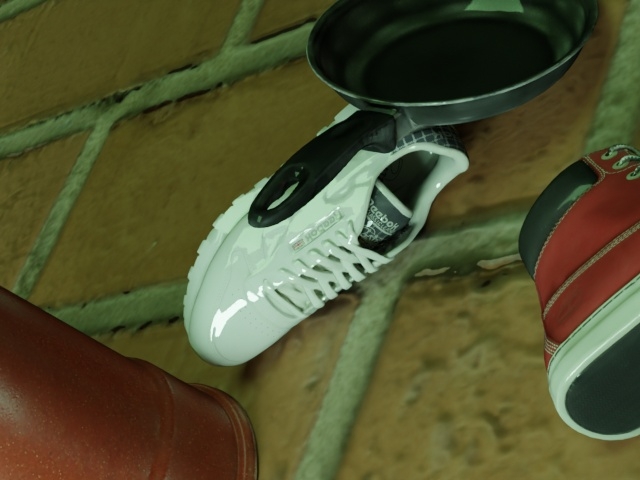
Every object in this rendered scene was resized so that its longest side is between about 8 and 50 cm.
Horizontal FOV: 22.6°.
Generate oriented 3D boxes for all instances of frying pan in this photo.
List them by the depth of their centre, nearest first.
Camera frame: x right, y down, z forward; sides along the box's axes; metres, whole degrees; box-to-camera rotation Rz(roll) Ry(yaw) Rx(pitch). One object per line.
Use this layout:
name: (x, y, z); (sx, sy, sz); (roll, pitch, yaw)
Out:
frying pan: (0.080, -0.097, 1.030); (0.197, 0.053, 0.326); (-4, 37, 13)

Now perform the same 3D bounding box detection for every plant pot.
plant pot: (-0.229, 0.145, 1.043); (0.272, 0.265, 0.272); (-33, 34, 26)

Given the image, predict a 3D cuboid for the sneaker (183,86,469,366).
sneaker: (0.000, 0.000, 1.085); (0.235, 0.090, 0.095); (-49, 39, 5)

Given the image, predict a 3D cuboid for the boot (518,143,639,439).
boot: (0.206, -0.029, 0.840); (0.244, 0.088, 0.176); (-40, 30, 24)
